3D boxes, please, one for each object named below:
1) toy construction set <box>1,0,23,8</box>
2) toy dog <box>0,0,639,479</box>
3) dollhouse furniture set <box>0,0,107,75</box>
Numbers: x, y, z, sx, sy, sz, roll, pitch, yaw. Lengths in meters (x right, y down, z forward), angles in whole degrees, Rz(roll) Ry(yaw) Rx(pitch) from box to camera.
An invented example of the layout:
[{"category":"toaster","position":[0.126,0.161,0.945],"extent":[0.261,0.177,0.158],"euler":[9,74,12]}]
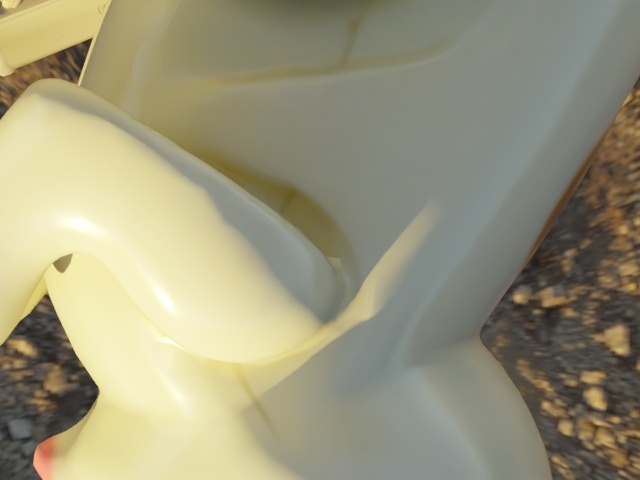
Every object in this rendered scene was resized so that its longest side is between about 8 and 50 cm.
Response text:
[{"category":"toy construction set","position":[-0.198,-0.104,0.394],"extent":[0.237,0.257,0.309],"euler":[35,52,-8]},{"category":"toy dog","position":[0.000,0.000,0.747],"extent":[0.395,0.284,0.408],"euler":[6,88,-19]},{"category":"dollhouse furniture set","position":[-0.209,-0.303,1.337],"extent":[0.198,0.286,0.303],"euler":[-21,82,-3]}]
